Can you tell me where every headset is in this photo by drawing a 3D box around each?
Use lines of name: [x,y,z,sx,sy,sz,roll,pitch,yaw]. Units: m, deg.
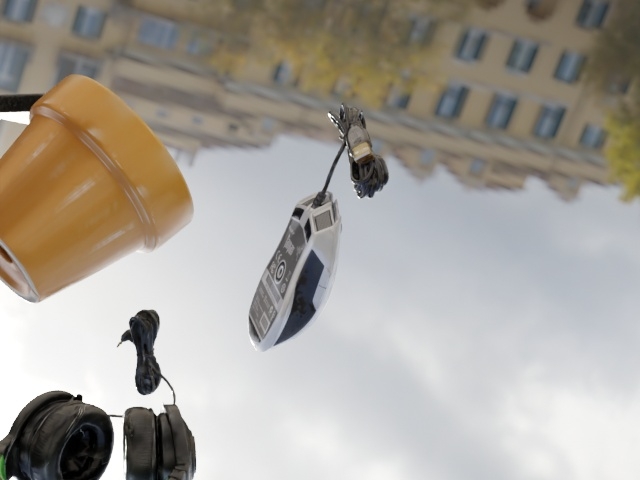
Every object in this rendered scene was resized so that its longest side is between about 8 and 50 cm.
headset: [-0.265,0.236,2.211,0.243,0.185,0.394,6,-159,10]

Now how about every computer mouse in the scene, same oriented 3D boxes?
computer mouse: [0.000,0.000,1.326,0.042,0.193,0.106,17,-160,-23]

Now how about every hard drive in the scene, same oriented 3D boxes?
hard drive: [-0.323,-0.150,2.032,0.094,0.022,0.135,0,177,21]

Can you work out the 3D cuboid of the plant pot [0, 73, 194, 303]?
plant pot: [-0.271,-0.039,1.876,0.205,0.205,0.188,34,-115,33]
